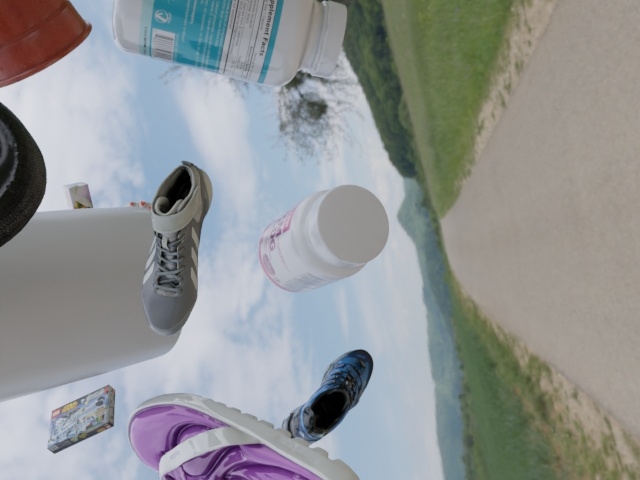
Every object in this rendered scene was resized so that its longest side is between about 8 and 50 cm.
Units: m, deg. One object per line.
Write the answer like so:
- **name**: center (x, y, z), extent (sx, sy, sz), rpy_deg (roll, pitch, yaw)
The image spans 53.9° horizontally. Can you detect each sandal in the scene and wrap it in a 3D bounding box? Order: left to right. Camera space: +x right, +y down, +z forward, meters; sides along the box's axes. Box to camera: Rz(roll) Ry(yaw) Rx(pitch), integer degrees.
- **sandal**: center (-0.134, 0.311, 0.855), extent (0.102, 0.415, 0.170), rpy_deg (-35, -59, -52)

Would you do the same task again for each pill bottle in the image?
- **pill bottle**: center (-0.106, -0.273, 0.765), extent (0.146, 0.263, 0.146), rpy_deg (-169, 90, -77)
- **pill bottle**: center (0.000, 0.000, 1.150), extent (0.283, 0.160, 0.161), rpy_deg (152, 109, -64)

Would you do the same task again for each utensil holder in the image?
- **utensil holder**: center (-0.485, 0.101, 1.124), extent (0.385, 0.327, 0.328), rpy_deg (-10, -92, -43)

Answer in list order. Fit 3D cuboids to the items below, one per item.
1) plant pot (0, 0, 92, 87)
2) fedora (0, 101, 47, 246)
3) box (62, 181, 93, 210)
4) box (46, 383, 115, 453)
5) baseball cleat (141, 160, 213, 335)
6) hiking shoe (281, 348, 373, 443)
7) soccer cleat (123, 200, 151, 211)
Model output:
- **plant pot**: center (-0.638, -0.480, 1.228), extent (0.273, 0.272, 0.265), rpy_deg (-90, -18, -49)
- **fedora**: center (-0.506, -0.054, 0.748), extent (0.152, 0.333, 0.334), rpy_deg (-50, 32, 42)
- **box**: center (-0.743, -0.024, 2.004), extent (0.067, 0.063, 0.324), rpy_deg (19, 122, 50)
- **box**: center (-0.481, 0.359, 1.270), extent (0.094, 0.136, 0.027), rpy_deg (-110, -7, -50)
- **baseball cleat**: center (-0.178, 0.009, 0.732), extent (0.109, 0.072, 0.206), rpy_deg (51, -134, -82)
- **hiking shoe**: center (0.047, 0.359, 1.453), extent (0.113, 0.132, 0.304), rpy_deg (48, -128, -3)
- **soccer cleat**: center (-0.406, -0.057, 1.606), extent (0.076, 0.196, 0.068), rpy_deg (81, -165, -71)
